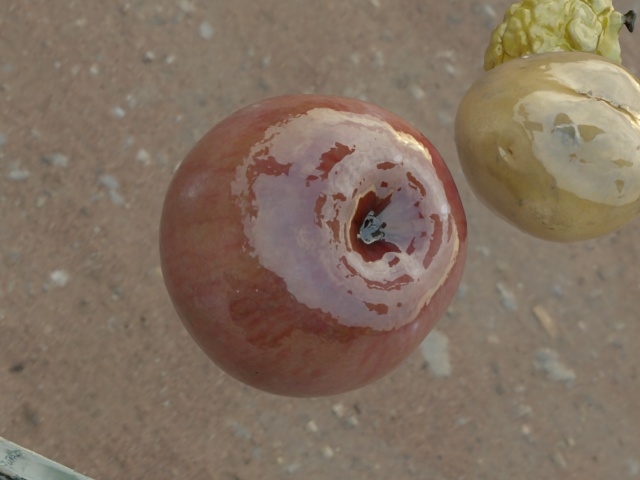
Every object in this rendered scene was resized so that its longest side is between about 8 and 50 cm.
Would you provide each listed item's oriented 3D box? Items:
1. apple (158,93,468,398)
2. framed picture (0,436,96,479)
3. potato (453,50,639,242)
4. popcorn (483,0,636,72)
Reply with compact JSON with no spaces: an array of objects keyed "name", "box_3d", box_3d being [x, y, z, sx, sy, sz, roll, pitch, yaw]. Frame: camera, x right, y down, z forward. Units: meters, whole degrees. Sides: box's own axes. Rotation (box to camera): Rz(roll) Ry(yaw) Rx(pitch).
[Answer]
[{"name":"apple","box_3d":[0.000,0.000,0.664,0.153,0.120,0.153,3,83,-28]},{"name":"framed picture","box_3d":[-0.084,0.203,0.501,0.296,0.019,0.232,26,45,-3]},{"name":"potato","box_3d":[0.131,-0.051,0.741,0.112,0.112,0.147,29,11,-18]},{"name":"popcorn","box_3d":[0.263,-0.213,1.483,0.180,0.170,0.180,-3,90,-74]}]
